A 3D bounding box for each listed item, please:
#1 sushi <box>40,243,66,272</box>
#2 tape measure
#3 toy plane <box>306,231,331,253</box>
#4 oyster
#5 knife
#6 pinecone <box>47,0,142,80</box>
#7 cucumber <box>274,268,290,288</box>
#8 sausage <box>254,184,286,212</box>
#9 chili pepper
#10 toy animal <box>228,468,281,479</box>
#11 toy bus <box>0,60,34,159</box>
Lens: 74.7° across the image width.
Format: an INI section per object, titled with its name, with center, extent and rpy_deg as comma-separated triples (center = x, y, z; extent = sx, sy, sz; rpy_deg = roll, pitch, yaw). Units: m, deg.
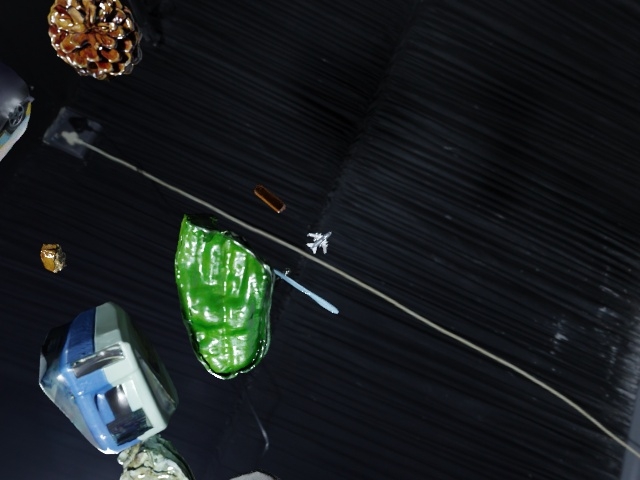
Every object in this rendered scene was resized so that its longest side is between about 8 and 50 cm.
[sushi]
center = -0.714, 0.047, 1.124
extent = 0.120, 0.055, 0.052
rpy_deg = 116, 168, -45
[tape measure]
center = -0.386, 0.259, 0.802
extent = 0.138, 0.262, 0.259
rpy_deg = -29, 23, -18
[toy plane]
center = 0.000, 0.000, 1.273
extent = 0.083, 0.078, 0.031
rpy_deg = -41, 8, 7
[oyster]
center = -0.314, 0.489, 0.826
extent = 0.112, 0.198, 0.268
rpy_deg = -32, 6, -41
[knife]
center = -0.054, 0.148, 1.271
extent = 0.044, 0.313, 0.019
rpy_deg = -1, 57, 51
[pinecone]
center = -0.564, -0.511, 1.050
extent = 0.221, 0.221, 0.221
rpy_deg = -155, 90, -86
[cucumber]
center = -0.176, 0.166, 1.776
extent = 0.135, 0.033, 0.034
rpy_deg = -45, -9, 9
[sausage]
center = -0.177, -0.148, 1.457
extent = 0.041, 0.131, 0.039
rpy_deg = -50, -14, -4
[chili pepper]
center = -0.211, 0.118, 0.962
extent = 0.167, 0.213, 0.385
rpy_deg = -131, 34, -68
[toy animal]
center = -0.004, 0.240, 0.285
extent = 0.131, 0.181, 0.127
rpy_deg = -21, 17, 16
[toy bus]
center = -0.681, -0.160, 0.734
extent = 0.162, 0.171, 0.386
rpy_deg = -27, 39, 48
